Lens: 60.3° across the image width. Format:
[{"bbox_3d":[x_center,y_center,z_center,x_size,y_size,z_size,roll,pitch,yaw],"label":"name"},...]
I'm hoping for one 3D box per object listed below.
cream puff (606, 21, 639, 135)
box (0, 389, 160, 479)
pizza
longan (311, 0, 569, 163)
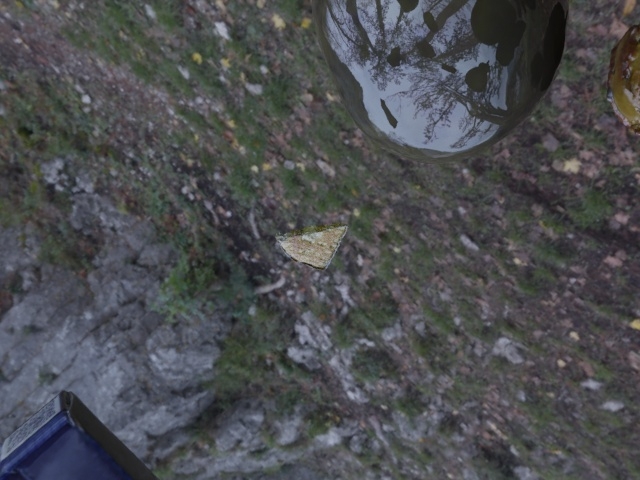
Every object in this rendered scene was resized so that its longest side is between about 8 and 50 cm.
[{"bbox_3d":[0.678,-0.283,0.920,0.350,0.350,0.229,38,-160,32],"label":"cream puff"},{"bbox_3d":[-0.183,0.230,0.289,0.168,0.259,0.071,54,157,-14],"label":"box"},{"bbox_3d":[0.000,0.000,0.832,0.123,0.109,0.026,35,-147,-46],"label":"pizza"},{"bbox_3d":[0.163,-0.303,0.789,0.404,0.336,0.404,45,162,19],"label":"longan"}]
